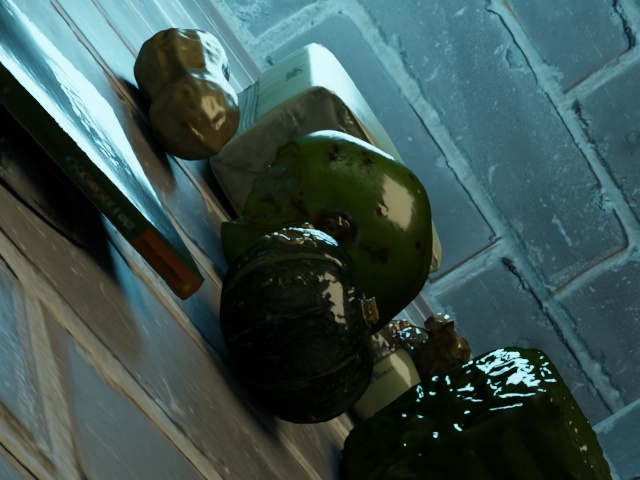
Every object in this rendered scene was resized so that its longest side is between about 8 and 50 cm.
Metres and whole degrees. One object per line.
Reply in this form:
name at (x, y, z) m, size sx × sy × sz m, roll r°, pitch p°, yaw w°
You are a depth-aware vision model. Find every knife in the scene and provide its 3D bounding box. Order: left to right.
knife at (-0.229, -0.055, 1.349) m, size 0.230 × 0.028 × 0.060 m, roll 55°, pitch 18°, yaw -51°

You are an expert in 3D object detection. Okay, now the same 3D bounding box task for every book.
book at (-0.234, -0.130, 1.451) m, size 0.371 × 0.043 × 0.260 m, roll 52°, pitch 4°, yaw -48°

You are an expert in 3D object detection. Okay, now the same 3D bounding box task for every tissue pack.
tissue pack at (0.002, -0.078, 2.399) m, size 0.297 × 0.207 × 0.380 m, roll 57°, pitch 6°, yaw -14°

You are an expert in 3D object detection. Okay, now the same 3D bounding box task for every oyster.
oyster at (0.128, 0.188, 2.353) m, size 0.204 × 0.111 × 0.396 m, roll 68°, pitch -14°, yaw -3°

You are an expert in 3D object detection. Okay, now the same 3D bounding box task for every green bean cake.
green bean cake at (0.156, 0.228, 1.863) m, size 0.156 × 0.250 × 0.247 m, roll 57°, pitch 7°, yaw -11°

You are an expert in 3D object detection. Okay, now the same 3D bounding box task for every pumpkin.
pumpkin at (-0.020, 0.079, 1.703) m, size 0.190 × 0.146 × 0.190 m, roll 61°, pitch -7°, yaw 13°

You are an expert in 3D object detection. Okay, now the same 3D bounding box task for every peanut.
peanut at (-0.156, -0.177, 2.102) m, size 0.125 × 0.111 × 0.274 m, roll 49°, pitch 9°, yaw -27°

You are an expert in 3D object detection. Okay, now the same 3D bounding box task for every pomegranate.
pomegranate at (0.000, 0.000, 2.024) m, size 0.236 × 0.236 × 0.302 m, roll 57°, pitch -14°, yaw -6°

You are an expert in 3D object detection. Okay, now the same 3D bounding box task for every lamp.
lamp at (0.059, 0.153, 2.198) m, size 0.250 × 0.101 × 0.101 m, roll 55°, pitch 6°, yaw 11°
